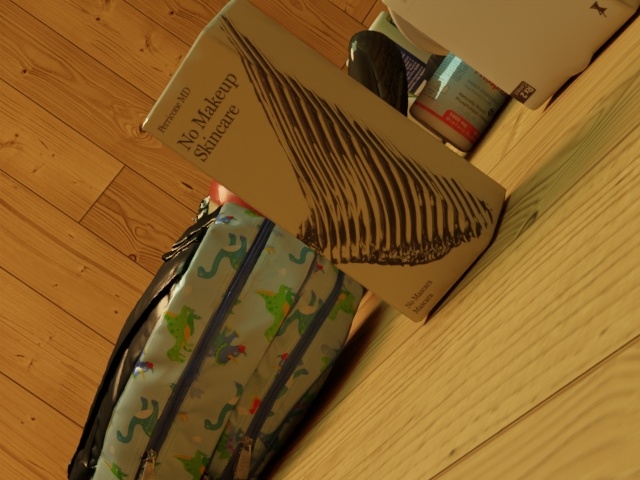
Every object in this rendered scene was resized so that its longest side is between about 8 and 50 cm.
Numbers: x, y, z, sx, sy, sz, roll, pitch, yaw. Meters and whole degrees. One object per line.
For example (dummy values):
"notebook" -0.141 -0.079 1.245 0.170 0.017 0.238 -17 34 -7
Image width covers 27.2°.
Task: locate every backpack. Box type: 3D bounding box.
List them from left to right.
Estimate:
"backpack" -0.110 0.129 1.394 0.290 0.273 0.355 -55 -20 -58

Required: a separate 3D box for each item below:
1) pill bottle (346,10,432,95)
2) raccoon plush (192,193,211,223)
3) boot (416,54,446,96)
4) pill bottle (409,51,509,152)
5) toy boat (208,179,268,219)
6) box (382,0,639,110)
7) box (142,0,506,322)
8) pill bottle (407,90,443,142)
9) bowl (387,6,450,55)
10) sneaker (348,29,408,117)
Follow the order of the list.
"pill bottle" 0.147 -0.282 2.177 0.112 0.187 0.112 -55 3 4
"raccoon plush" -0.032 0.086 1.775 0.446 0.216 0.299 -9 -54 -52
"boot" 0.196 -0.217 2.054 0.106 0.082 0.219 -26 -25 -38
"pill bottle" 0.181 -0.188 1.522 0.160 0.087 0.087 -55 3 4
"toy boat" -0.010 -0.051 1.505 0.151 0.231 0.151 -136 54 -84
"box" 0.180 -0.240 1.154 0.119 0.182 0.181 -56 3 -29
"box" 0.006 -0.065 1.057 0.113 0.275 0.094 -53 5 32
"pill bottle" 0.110 -0.175 1.966 0.103 0.103 0.184 -55 20 5
"bowl" 0.226 -0.350 1.593 0.298 0.134 0.297 -23 -53 -34
"sneaker" 0.041 -0.120 1.561 0.109 0.130 0.286 -72 -17 -48
